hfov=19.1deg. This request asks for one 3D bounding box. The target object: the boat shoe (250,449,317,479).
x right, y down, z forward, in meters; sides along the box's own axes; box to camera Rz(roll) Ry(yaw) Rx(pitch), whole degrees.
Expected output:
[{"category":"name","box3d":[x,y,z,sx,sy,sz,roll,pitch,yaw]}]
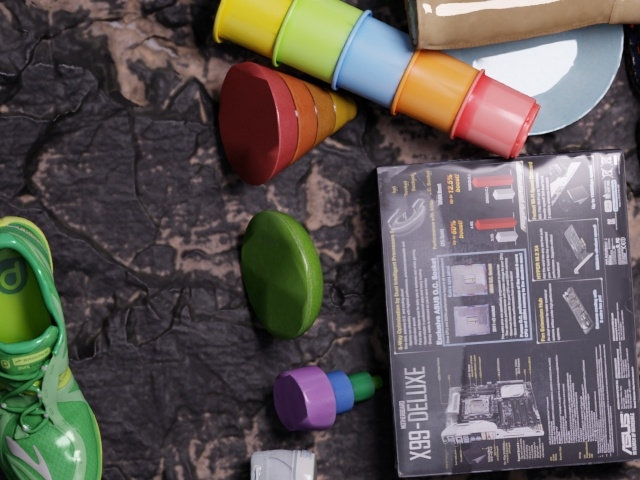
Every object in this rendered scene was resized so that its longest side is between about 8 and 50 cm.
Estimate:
[{"category":"boat shoe","box3d":[-0.052,0.317,1.866,0.081,0.079,0.227,6,85,6]}]

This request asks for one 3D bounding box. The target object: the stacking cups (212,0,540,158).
[{"category":"stacking cups","box3d":[0.057,-0.173,1.813,0.316,0.096,0.096,24,91,9]}]

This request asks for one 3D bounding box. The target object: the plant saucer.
[{"category":"plant saucer","box3d":[0.199,-0.200,1.870,0.195,0.037,0.195,0,92,-1]}]

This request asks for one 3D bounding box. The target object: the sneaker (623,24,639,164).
[{"category":"sneaker","box3d":[0.357,-0.124,1.855,0.087,0.083,0.221,-8,94,-6]}]

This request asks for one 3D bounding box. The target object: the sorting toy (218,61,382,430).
[{"category":"sorting toy","box3d":[0.000,0.000,1.857,0.126,0.127,0.365,-12,95,-30]}]

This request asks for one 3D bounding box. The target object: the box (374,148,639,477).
[{"category":"box","box3d":[0.183,0.071,1.857,0.242,0.076,0.307,-5,91,-1]}]

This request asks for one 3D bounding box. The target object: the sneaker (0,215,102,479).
[{"category":"sneaker","box3d":[-0.288,0.124,1.827,0.109,0.123,0.295,-15,92,-1]}]

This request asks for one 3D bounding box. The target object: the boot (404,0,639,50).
[{"category":"boot","box3d":[0.211,-0.297,1.804,0.269,0.089,0.236,-3,64,-4]}]
